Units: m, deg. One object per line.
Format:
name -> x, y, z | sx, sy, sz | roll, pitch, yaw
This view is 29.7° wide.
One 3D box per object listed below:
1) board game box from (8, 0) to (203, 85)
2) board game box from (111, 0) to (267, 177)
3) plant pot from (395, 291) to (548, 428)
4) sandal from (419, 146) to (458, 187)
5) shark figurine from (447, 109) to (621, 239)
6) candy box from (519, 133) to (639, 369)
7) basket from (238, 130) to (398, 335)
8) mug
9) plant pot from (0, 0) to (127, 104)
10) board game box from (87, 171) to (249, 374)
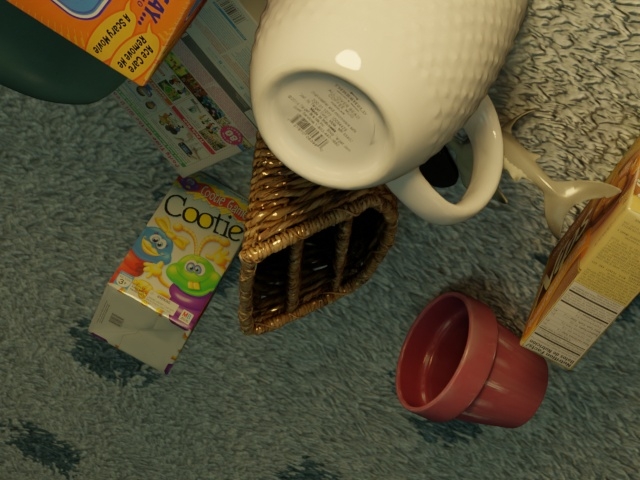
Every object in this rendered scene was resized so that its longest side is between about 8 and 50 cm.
board game box -> -0.202, -0.464, 1.256 | 0.356, 0.356, 0.356 | 32, 139, -7
board game box -> -0.144, -0.233, 1.676 | 0.303, 0.097, 0.224 | -19, 122, 39
plant pot -> 0.243, 0.202, 1.870 | 0.180, 0.201, 0.201 | 25, 142, -22
sandal -> 0.137, -0.134, 1.669 | 0.067, 0.040, 0.179 | -10, 128, 36
shark figurine -> 0.253, -0.118, 1.554 | 0.166, 0.116, 0.278 | 53, 170, -23
candy box -> 0.380, 0.010, 1.581 | 0.088, 0.183, 0.316 | 27, 140, 2
basket -> 0.000, 0.000, 1.686 | 0.214, 0.223, 0.299 | 6, 153, -2
mug -> 0.093, -0.186, 1.399 | 0.276, 0.328, 0.374 | -18, 120, 40
plant pot -> -0.346, -0.316, 1.566 | 0.293, 0.293, 0.235 | -19, 137, 41
board game box -> -0.222, 0.042, 1.869 | 0.142, 0.275, 0.144 | 29, 140, -3
